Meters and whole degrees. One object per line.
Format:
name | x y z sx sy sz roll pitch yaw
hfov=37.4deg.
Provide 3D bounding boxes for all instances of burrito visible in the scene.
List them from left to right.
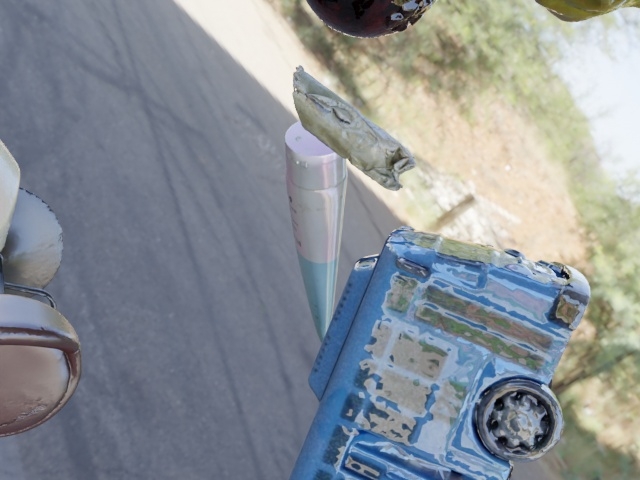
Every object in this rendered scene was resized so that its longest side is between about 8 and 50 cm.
burrito | 0.025 -0.101 0.882 0.149 0.055 0.041 35 40 -11

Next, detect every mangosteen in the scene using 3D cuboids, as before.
mangosteen | 0.062 -0.352 1.165 0.210 0.210 0.210 51 14 -18

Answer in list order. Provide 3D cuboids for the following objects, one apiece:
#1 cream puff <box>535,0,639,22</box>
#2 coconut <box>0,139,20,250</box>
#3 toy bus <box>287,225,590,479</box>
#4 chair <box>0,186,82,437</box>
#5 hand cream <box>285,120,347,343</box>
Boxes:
cream puff | 0.251 -0.333 0.844 0.282 0.281 0.185 54 22 -3
coconut | -0.446 -0.072 1.007 0.230 0.227 0.227 69 -2 -48
toy bus | 0.053 0.107 0.536 0.133 0.234 0.116 23 9 8
chair | -0.448 0.102 1.293 0.226 0.226 0.401 46 6 -34
hand cream | 0.000 0.000 1.131 0.312 0.070 0.111 87 -9 -46
